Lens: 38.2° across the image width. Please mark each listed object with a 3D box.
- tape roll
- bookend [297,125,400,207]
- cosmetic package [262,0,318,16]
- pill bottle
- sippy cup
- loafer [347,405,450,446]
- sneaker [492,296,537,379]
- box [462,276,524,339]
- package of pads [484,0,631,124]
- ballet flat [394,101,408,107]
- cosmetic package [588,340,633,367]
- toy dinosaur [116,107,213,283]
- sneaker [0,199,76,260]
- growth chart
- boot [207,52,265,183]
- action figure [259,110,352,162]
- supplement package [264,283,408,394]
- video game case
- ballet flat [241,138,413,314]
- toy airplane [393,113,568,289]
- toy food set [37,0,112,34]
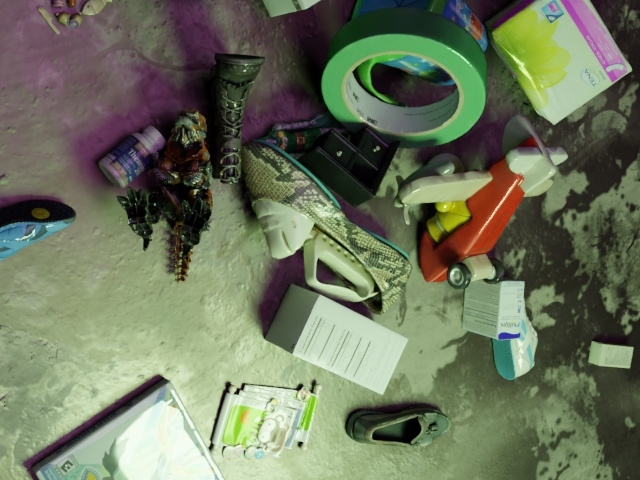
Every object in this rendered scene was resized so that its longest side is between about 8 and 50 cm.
[{"bbox_3d":[0.165,-0.311,1.815,0.321,0.321,0.077,33,51,-29],"label":"tape roll"},{"bbox_3d":[0.060,-0.178,1.856,0.156,0.072,0.157,39,56,-18],"label":"bookend"},{"bbox_3d":[-0.029,-0.548,1.794,0.184,0.151,0.151,-36,112,-22],"label":"cosmetic package"},{"bbox_3d":[-0.345,-0.157,1.712,0.120,0.067,0.067,-44,115,-18],"label":"pill bottle"},{"bbox_3d":[0.220,-0.438,1.922,0.224,0.305,0.240,26,47,-40],"label":"sippy cup"},{"bbox_3d":[0.190,0.429,2.080,0.268,0.084,0.096,3,94,-30],"label":"loafer"},{"bbox_3d":[0.466,0.214,2.218,0.092,0.087,0.228,-17,111,-34],"label":"sneaker"},{"bbox_3d":[0.399,0.151,2.141,0.072,0.126,0.137,1,96,-31],"label":"box"},{"bbox_3d":[0.537,-0.436,2.109,0.229,0.101,0.296,-35,116,15],"label":"package of pads"},{"bbox_3d":[0.142,-0.227,1.990,0.168,0.057,0.052,-48,126,-16],"label":"ballet flat"},{"bbox_3d":[0.757,0.298,2.411,0.115,0.041,0.060,10,92,-30],"label":"cosmetic package"},{"bbox_3d":[-0.248,-0.074,1.723,0.164,0.218,0.322,-12,110,14],"label":"toy dinosaur"},{"bbox_3d":[-0.535,-0.015,1.633,0.209,0.069,0.082,-16,137,-36],"label":"sneaker"},{"bbox_3d":[-0.113,0.380,1.940,0.237,0.021,0.172,7,94,-29],"label":"growth chart"},{"bbox_3d":[-0.160,-0.219,1.711,0.091,0.263,0.229,2,88,-12],"label":"boot"},{"bbox_3d":[-0.025,-0.203,1.890,0.232,0.063,0.137,-8,88,-33],"label":"action figure"},{"bbox_3d":[0.033,0.206,1.932,0.244,0.139,0.134,28,83,-30],"label":"supplement package"},{"bbox_3d":[-0.349,0.485,1.809,0.300,0.036,0.329,-33,111,-22],"label":"video game case"},{"bbox_3d":[0.000,0.000,1.868,0.483,0.164,0.182,39,63,-30],"label":"ballet flat"},{"bbox_3d":[0.336,-0.114,1.989,0.384,0.272,0.386,-37,146,-7],"label":"toy airplane"},{"bbox_3d":[-0.438,-0.426,1.653,0.122,0.019,0.078,-43,115,-18],"label":"toy food set"}]
